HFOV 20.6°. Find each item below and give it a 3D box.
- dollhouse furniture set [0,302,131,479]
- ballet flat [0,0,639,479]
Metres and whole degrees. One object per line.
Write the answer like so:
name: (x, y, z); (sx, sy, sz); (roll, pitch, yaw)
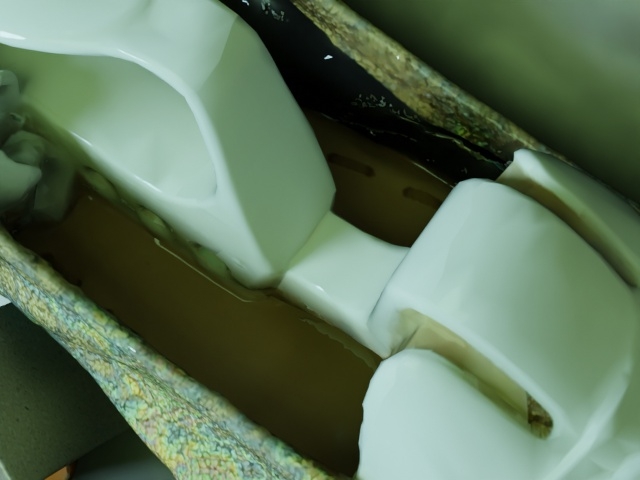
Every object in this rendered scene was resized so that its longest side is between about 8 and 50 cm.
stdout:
dollhouse furniture set: (-0.176, 0.084, 0.458); (0.262, 0.135, 0.259); (-31, 88, 21)
ballet flat: (0.000, 0.000, 0.382); (0.348, 0.123, 0.123); (35, 109, 13)
